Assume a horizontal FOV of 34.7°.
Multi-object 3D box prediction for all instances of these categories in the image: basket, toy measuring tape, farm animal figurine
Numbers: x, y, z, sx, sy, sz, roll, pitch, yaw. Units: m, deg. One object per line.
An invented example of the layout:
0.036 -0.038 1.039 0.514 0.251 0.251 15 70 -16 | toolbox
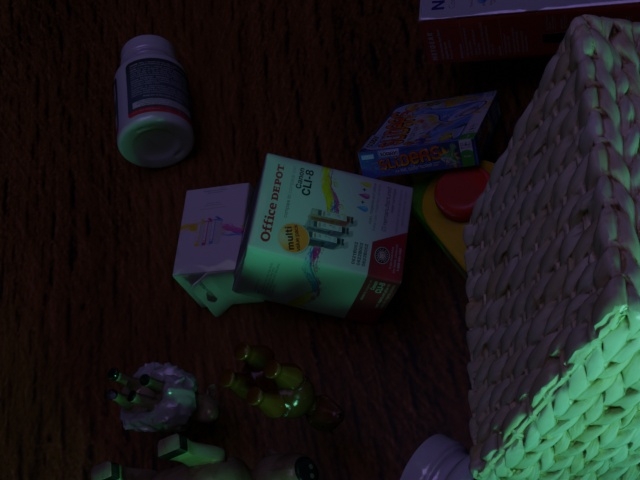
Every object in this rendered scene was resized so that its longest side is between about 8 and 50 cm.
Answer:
0.297 0.033 0.881 0.266 0.331 0.328 10 54 -8 | basket
0.206 0.007 1.134 0.121 0.121 0.330 -35 53 0 | toy measuring tape
-0.092 0.286 1.065 0.327 0.172 0.330 -8 64 33 | farm animal figurine

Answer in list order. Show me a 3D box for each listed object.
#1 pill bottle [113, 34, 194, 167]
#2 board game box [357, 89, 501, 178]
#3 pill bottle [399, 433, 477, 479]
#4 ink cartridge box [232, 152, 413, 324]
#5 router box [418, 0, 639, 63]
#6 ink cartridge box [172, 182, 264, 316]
-0.239 -0.203 1.460 0.108 0.108 0.180 -19 54 12 | pill bottle
0.136 -0.129 1.227 0.136 0.035 0.201 -6 21 19 | board game box
0.183 0.273 0.970 0.216 0.121 0.121 26 72 34 | pill bottle
0.000 0.000 1.173 0.176 0.127 0.128 13 62 -6 | ink cartridge box
0.284 -0.380 1.271 0.301 0.082 0.335 -2 59 15 | router box
-0.120 0.015 1.281 0.090 0.092 0.143 -7 59 19 | ink cartridge box
